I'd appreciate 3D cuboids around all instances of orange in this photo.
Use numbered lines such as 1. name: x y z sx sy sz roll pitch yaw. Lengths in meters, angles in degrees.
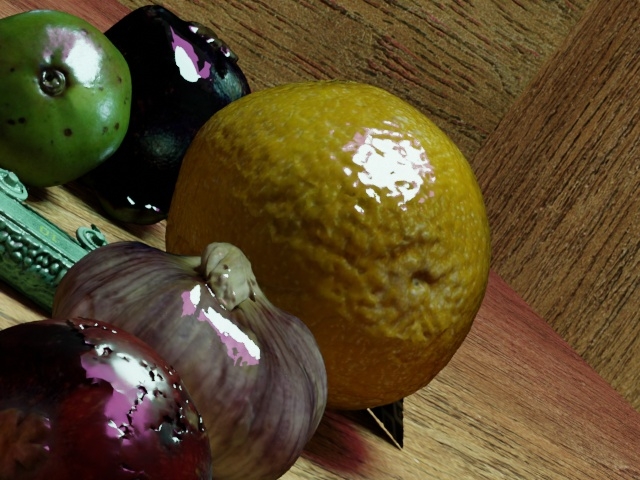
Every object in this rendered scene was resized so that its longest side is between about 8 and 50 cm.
1. orange: 0.000 0.000 1.551 0.322 0.322 0.357 33 -1 -29

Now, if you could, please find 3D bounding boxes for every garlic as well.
1. garlic: -0.096 0.078 1.224 0.245 0.160 0.245 30 3 -2

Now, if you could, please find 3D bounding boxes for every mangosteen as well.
1. mangosteen: -0.134 0.132 0.860 0.166 0.166 0.180 43 -16 30
2. mangosteen: -0.186 -0.140 1.766 0.243 0.243 0.243 36 9 -7

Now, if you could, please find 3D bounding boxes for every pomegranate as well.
1. pomegranate: -0.293 -0.141 1.618 0.187 0.187 0.225 35 -19 -15

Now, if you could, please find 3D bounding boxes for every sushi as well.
1. sushi: 0.034 0.131 1.729 0.031 0.139 0.201 -17 36 -21

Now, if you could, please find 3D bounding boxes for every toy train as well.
1. toy train: -0.245 0.005 1.323 0.172 0.070 0.099 36 16 -16
